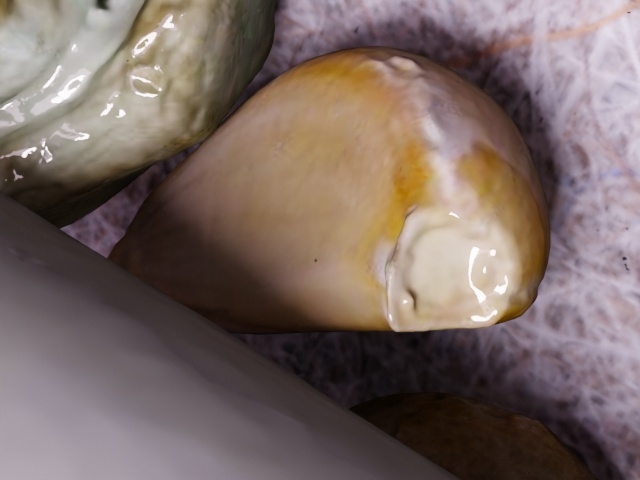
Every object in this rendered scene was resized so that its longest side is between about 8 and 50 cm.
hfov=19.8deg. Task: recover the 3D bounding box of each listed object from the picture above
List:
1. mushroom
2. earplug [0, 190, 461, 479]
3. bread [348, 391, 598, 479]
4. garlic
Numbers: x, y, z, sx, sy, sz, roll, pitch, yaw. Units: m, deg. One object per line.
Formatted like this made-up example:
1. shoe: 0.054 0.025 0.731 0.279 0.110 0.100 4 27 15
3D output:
1. mushroom: -0.104 -0.115 0.907 0.164 0.189 0.267 17 89 15
2. earplug: -0.077 0.187 0.747 0.394 0.313 0.312 28 114 16
3. bread: 0.063 0.182 0.920 0.230 0.123 0.230 10 111 27
4. garlic: 0.004 -0.007 0.884 0.245 0.164 0.145 -7 118 41
